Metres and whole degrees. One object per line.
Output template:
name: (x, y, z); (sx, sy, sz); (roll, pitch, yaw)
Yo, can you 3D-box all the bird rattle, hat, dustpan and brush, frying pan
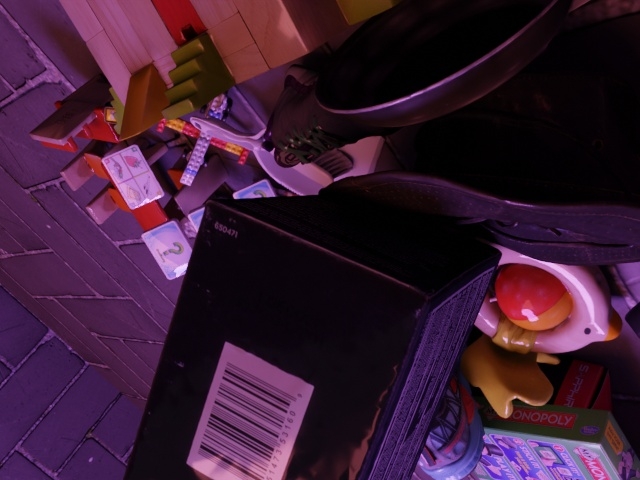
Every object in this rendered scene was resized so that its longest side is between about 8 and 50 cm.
bird rattle: (0.204, 0.050, 0.778); (0.207, 0.143, 0.253); (-21, 106, 43)
hat: (0.172, -0.060, 0.550); (0.332, 0.133, 0.331); (11, 177, 1)
dustpan and brush: (-0.045, -0.106, 0.817); (0.211, 0.060, 0.147); (29, 150, 7)
frying pan: (0.140, -0.174, 0.484); (0.326, 0.197, 0.053); (-30, 119, 10)

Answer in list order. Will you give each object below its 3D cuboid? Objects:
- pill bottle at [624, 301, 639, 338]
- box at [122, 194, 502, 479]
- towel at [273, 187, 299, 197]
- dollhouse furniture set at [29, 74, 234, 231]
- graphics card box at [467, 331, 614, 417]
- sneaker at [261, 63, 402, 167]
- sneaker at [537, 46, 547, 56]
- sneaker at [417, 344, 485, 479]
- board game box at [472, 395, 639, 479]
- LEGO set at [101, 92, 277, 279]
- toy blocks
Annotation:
pill bottle: (0.365, 0.128, 0.600); (0.219, 0.123, 0.122); (58, 159, 24)
box: (0.003, 0.123, 0.627); (0.183, 0.296, 0.294); (24, -167, 20)
towel: (0.000, 0.000, 0.964); (0.197, 0.029, 0.144); (17, 145, 31)
dollhouse furniture set: (-0.275, -0.090, 1.014); (0.262, 0.135, 0.259); (14, 144, 34)
graphics card box: (0.209, 0.223, 1.003); (0.371, 0.094, 0.232); (14, 144, 36)
sneaker: (0.005, -0.100, 0.660); (0.083, 0.098, 0.224); (28, -174, -22)
sneaker: (0.122, -0.151, 0.590); (0.119, 0.057, 0.047); (3, 139, 46)
sneaker: (0.117, 0.144, 0.852); (0.104, 0.261, 0.125); (-33, 132, 19)
board game box: (0.305, 0.310, 0.890); (0.214, 0.046, 0.317); (-5, 131, 44)
LEGO set: (-0.164, -0.075, 0.884); (0.060, 0.183, 0.244); (-103, -11, -64)
toy blocks: (-0.130, -0.258, 0.612); (0.381, 0.191, 0.260); (-5, 120, 50)
